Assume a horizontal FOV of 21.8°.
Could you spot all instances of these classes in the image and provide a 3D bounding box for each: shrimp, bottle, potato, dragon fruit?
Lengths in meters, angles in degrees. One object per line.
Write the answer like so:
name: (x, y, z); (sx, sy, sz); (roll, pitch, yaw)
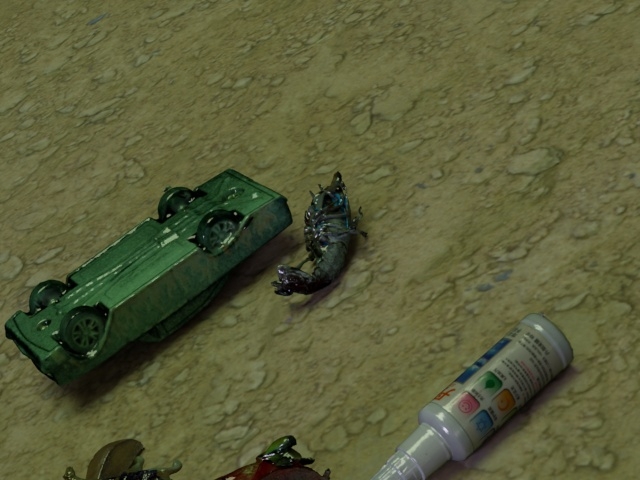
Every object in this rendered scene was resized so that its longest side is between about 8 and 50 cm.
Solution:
shrimp: (0.004, 0.003, 1.756); (0.082, 0.076, 0.174); (-58, 6, 48)
bottle: (0.123, 0.148, 1.412); (0.217, 0.060, 0.060); (-40, 31, -20)
potato: (-0.212, 0.222, 1.606); (0.037, 0.036, 0.093); (-2, 39, 33)
dragon fruit: (-0.065, 0.238, 1.359); (0.175, 0.138, 0.142); (-11, 55, 49)

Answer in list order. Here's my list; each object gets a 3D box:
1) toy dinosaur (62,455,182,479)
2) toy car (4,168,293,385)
toy dinosaur: (-0.155, 0.225, 1.545); (0.180, 0.037, 0.058); (0, 27, 32)
toy car: (-0.182, 0.042, 1.797); (0.320, 0.097, 0.141); (-37, 31, -16)
